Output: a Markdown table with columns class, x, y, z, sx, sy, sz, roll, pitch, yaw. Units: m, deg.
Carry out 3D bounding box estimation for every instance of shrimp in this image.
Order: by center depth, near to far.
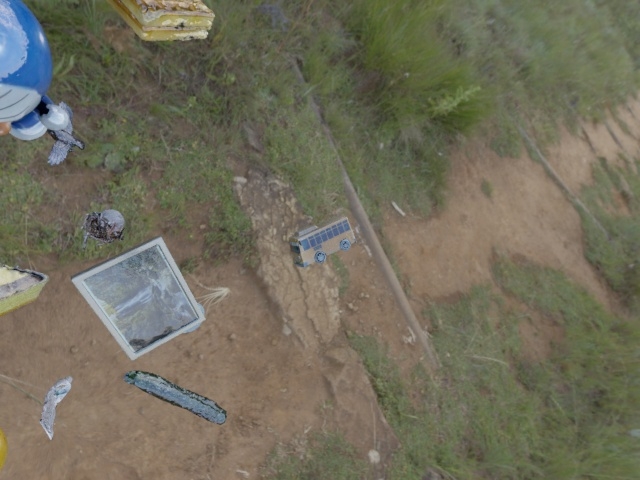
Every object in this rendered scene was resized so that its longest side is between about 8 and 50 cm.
| class | x | y | z | sx | sy | sz | roll | pitch | yaw |
| --- | --- | --- | --- | --- | --- | --- | --- | --- | --- |
| shrimp | -0.751 | -0.042 | 1.444 | 0.145 | 0.343 | 0.116 | -16 | 106 | -21 |

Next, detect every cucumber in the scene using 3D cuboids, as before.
| class | x | y | z | sx | sy | sz | roll | pitch | yaw |
| --- | --- | --- | --- | --- | --- | --- | --- | --- | --- |
| cucumber | -0.297 | 0.329 | 0.886 | 0.256 | 0.043 | 0.044 | 44 | 65 | -35 |

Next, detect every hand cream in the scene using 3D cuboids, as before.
| class | x | y | z | sx | sy | sz | roll | pitch | yaw |
| --- | --- | --- | --- | --- | --- | --- | --- | --- | --- |
| hand cream | -0.854 | 0.522 | 1.354 | 0.050 | 0.257 | 0.084 | -11 | 113 | -12 |

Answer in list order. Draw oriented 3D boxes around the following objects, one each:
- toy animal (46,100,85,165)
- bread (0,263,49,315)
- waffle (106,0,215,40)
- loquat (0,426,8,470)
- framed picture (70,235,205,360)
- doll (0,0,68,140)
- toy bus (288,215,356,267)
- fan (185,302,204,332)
| class | x | y | z | sx | sy | sz | roll | pitch | yaw |
| --- | --- | --- | --- | --- | --- | --- | --- | --- | --- |
| toy animal | -0.720 | -0.289 | 1.178 | 0.062 | 0.108 | 0.220 | -9 | 62 | 3 |
| bread | -0.620 | 0.091 | 0.807 | 0.152 | 0.147 | 0.127 | -11 | 72 | -55 |
| waffle | -0.216 | -0.309 | 0.532 | 0.148 | 0.042 | 0.102 | 46 | 45 | 16 |
| loquat | -0.883 | 0.516 | 0.977 | 0.274 | 0.275 | 0.275 | 13 | 63 | -27 |
| framed picture | -0.481 | 0.165 | 1.156 | 0.240 | 0.020 | 0.324 | -27 | 128 | -19 |
| doll | -0.401 | -0.192 | 0.478 | 0.215 | 0.257 | 0.161 | 20 | 78 | -20 |
| toy bus | 0.000 | 0.000 | 1.214 | 0.182 | 0.091 | 0.103 | -25 | 104 | -20 |
| fan | -0.464 | 0.260 | 1.402 | 0.175 | 0.005 | 0.113 | 3 | 104 | -48 |
